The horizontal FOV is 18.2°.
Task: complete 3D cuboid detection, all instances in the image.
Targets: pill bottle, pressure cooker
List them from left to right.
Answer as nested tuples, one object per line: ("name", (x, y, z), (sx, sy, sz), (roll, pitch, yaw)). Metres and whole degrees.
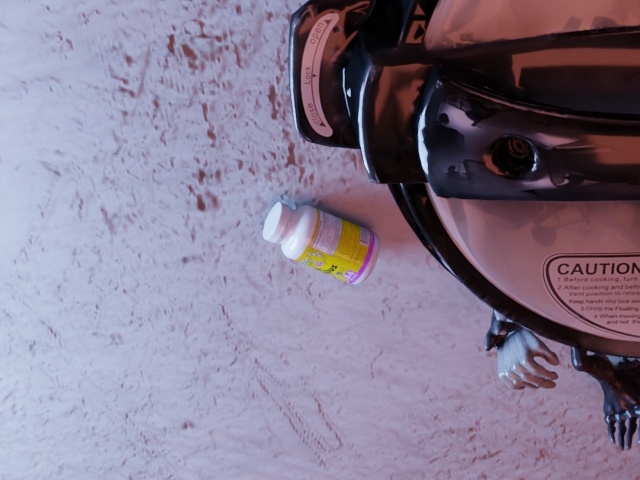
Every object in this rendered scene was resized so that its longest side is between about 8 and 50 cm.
("pill bottle", (0.000, 0.000, 1.505), (0.083, 0.043, 0.043), (22, 119, -18))
("pressure cooker", (0.189, -0.137, 1.195), (0.370, 0.420, 0.375), (-42, 114, 15))

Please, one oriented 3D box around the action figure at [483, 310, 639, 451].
("action figure", (0.202, 0.036, 1.494), (0.164, 0.141, 0.276), (-32, 124, 17))
